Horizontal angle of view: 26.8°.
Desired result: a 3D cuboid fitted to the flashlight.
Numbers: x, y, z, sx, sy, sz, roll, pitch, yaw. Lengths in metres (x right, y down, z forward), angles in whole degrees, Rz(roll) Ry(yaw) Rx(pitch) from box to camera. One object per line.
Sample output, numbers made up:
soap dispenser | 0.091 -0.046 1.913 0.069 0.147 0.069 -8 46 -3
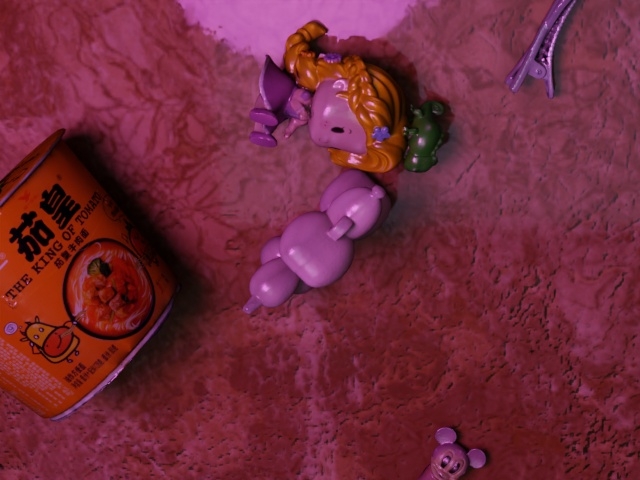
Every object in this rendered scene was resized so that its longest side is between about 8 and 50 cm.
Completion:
flashlight | 0.098 0.219 1.202 0.052 0.031 0.110 36 110 -1

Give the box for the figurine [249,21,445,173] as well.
figurine | 0.028 -0.118 1.096 0.156 0.095 0.114 13 69 3

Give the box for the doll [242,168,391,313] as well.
doll | 0.000 0.000 1.090 0.161 0.160 0.059 -42 94 21

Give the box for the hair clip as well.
hair clip | 0.192 -0.166 1.073 0.039 0.030 0.115 21 113 -15

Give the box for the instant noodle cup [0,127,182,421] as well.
instant noodle cup | -0.234 0.037 1.132 0.216 0.215 0.172 -40 105 19
